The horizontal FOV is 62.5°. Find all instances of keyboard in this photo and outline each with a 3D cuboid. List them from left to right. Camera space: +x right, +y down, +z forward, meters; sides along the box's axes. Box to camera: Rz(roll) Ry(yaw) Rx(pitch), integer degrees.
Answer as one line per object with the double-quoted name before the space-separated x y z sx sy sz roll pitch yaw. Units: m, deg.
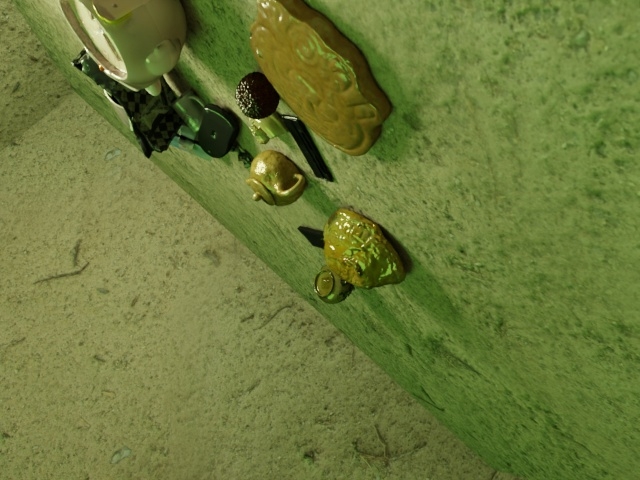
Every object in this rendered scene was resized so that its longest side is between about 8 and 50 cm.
"keyboard" -0.037 -0.269 1.554 0.087 0.017 0.250 27 159 44

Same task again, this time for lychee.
"lychee" -0.167 -0.381 1.397 0.123 0.123 0.129 49 -160 -20

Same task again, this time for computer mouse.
"computer mouse" -0.364 -0.402 1.905 0.137 0.086 0.270 32 150 -5

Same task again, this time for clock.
"clock" -0.537 -0.608 1.491 0.368 0.250 0.377 44 159 1

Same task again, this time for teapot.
"teapot" -0.162 -0.192 1.802 0.311 0.167 0.203 23 154 52
"teapot" 0.083 0.187 2.267 0.182 0.173 0.269 11 164 -44

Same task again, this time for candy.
"candy" -0.351 -0.370 2.039 0.226 0.051 0.094 47 168 -13

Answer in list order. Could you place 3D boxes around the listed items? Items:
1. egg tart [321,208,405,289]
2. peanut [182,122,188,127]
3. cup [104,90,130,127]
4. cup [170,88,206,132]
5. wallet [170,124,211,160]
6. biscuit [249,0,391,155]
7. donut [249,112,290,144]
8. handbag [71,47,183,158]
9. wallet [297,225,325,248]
"egg tart" 0.124 0.045 1.743 0.351 0.153 0.340 37 161 22
"peanut" -0.654 -0.489 2.405 0.117 0.101 0.263 29 174 -29
"cup" -0.730 -0.598 2.200 0.273 0.288 0.209 142 118 -76
"cup" -0.473 -0.478 1.949 0.133 0.099 0.136 52 175 -26
"wallet" -0.568 -0.425 2.242 0.250 0.075 0.176 22 164 -14
"biscuit" -0.014 -0.352 1.181 0.385 0.062 0.365 44 164 -3
"donut" -0.167 -0.346 1.587 0.108 0.065 0.166 50 164 -20
"handbag" -0.656 -0.526 1.873 0.317 0.180 0.416 -90 -20 -48
"wallet" 0.000 -0.001 2.173 0.124 0.025 0.244 52 162 -27
